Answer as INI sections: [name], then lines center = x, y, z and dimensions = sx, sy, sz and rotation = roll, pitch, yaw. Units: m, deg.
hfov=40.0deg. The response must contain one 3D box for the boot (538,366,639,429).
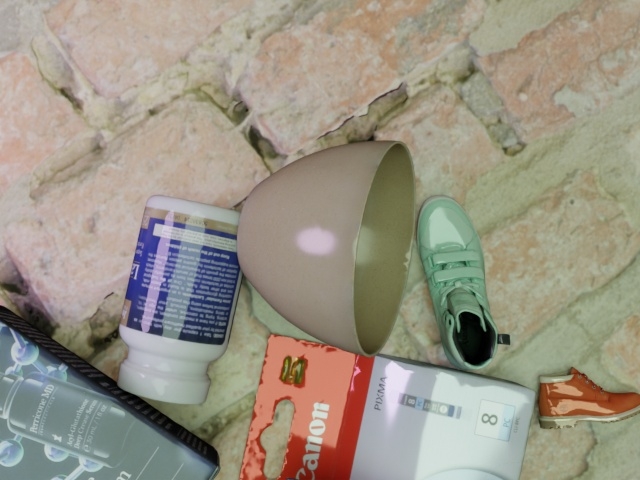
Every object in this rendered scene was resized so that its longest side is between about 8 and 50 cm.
[boot]
center = 0.393, 0.223, 1.272
dimensions = 0.157, 0.059, 0.085
rotation = -5, 84, -1

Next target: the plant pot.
[plant pot]
center = 0.000, 0.000, 1.174
dimensions = 0.190, 0.284, 0.284
rotation = 8, 88, 18

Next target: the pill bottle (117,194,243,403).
[pill bottle]
center = -0.190, 0.080, 1.206
dimensions = 0.153, 0.153, 0.265
rotation = 12, 87, -2

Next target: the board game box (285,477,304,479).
[board game box]
center = 0.086, 0.493, 1.137
dimensions = 0.318, 0.066, 0.318
rotation = 8, 78, -1

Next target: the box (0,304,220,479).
[box]
center = -0.372, 0.301, 1.148
dimensions = 0.395, 0.212, 0.294
rotation = 34, 79, -1

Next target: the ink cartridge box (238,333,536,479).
[ink cartridge box]
center = 0.085, 0.318, 1.241
dimensions = 0.384, 0.091, 0.308
rotation = 12, 88, -3

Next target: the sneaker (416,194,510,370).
[sneaker]
center = 0.199, 0.056, 1.222
dimensions = 0.094, 0.151, 0.256
rotation = -12, 88, -1
